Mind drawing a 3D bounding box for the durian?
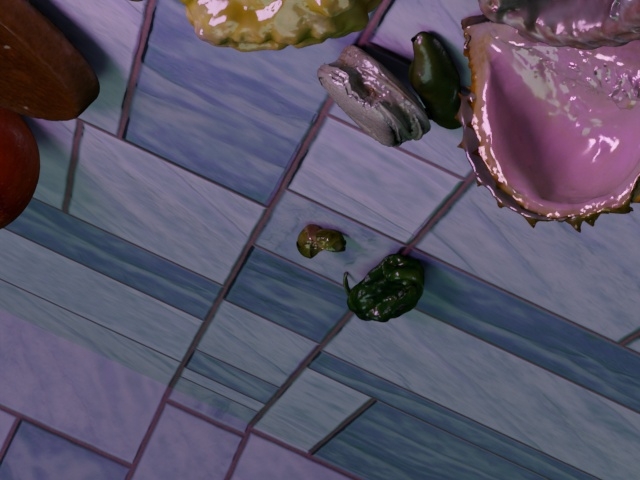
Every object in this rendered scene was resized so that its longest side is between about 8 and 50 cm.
[{"bbox_3d":[0.257,-0.105,1.715,0.305,0.196,0.185,13,165,23],"label":"durian"}]

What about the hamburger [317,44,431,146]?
[{"bbox_3d":[0.061,-0.160,1.932,0.140,0.062,0.133,44,177,-6],"label":"hamburger"}]

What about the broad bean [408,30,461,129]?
[{"bbox_3d":[0.132,-0.167,1.908,0.061,0.046,0.195,31,166,17],"label":"broad bean"}]

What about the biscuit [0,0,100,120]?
[{"bbox_3d":[-0.477,-0.294,2.254,0.350,0.070,0.394,12,157,37],"label":"biscuit"}]

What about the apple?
[{"bbox_3d":[-0.553,-0.130,2.583,0.272,0.206,0.251,30,150,-25],"label":"apple"}]

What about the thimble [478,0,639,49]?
[{"bbox_3d":[0.217,-0.262,1.402,0.196,0.148,0.229,33,157,-23],"label":"thimble"}]

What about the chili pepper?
[{"bbox_3d":[0.099,0.072,2.555,0.100,0.074,0.257,30,156,-8],"label":"chili pepper"}]

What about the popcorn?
[{"bbox_3d":[-0.063,-0.285,1.555,0.286,0.174,0.225,28,121,5],"label":"popcorn"}]

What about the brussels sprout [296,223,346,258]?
[{"bbox_3d":[0.000,-0.001,2.521,0.083,0.046,0.051,-12,137,45],"label":"brussels sprout"}]
